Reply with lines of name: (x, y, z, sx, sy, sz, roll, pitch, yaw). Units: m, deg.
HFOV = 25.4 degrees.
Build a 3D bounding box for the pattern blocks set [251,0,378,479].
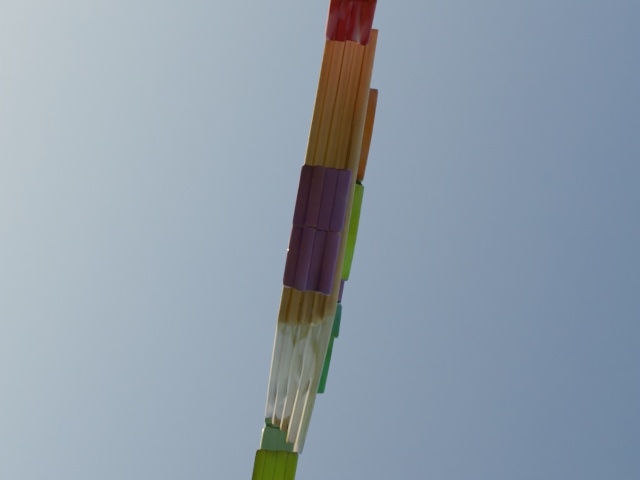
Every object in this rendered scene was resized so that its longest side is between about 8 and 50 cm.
pattern blocks set: (0.000, 0.000, 0.630, 0.026, 0.325, 0.285, 10, -102, -1)
